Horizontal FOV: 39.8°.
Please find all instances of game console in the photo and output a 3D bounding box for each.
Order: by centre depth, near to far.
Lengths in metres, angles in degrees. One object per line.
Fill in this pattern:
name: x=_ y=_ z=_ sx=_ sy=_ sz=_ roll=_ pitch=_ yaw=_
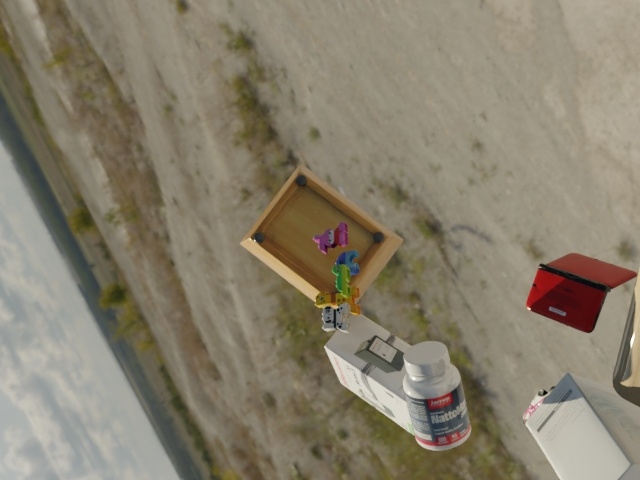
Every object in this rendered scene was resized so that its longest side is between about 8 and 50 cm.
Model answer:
game console: x=0.446 y=0.087 z=1.516 sx=0.144 sy=0.085 sz=0.124 roll=22 pitch=95 yaw=52

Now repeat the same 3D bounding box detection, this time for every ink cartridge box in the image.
ink cartridge box: x=0.158 y=0.299 z=1.917 sx=0.272 sy=0.115 sz=0.198 roll=31 pitch=158 yaw=30

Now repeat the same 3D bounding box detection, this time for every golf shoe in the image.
golf shoe: x=0.550 y=0.410 z=2.170 sx=0.186 sy=0.067 sz=0.086 roll=120 pitch=155 yaw=-67

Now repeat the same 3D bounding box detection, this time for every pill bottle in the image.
pill bottle: x=0.209 y=0.283 z=1.623 sx=0.108 sy=0.108 sz=0.180 roll=32 pitch=141 yaw=62

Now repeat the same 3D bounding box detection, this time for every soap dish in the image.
soap dish: x=0.000 y=0.000 z=1.936 sx=0.290 sy=0.229 sz=0.118 roll=37 pitch=176 yaw=7

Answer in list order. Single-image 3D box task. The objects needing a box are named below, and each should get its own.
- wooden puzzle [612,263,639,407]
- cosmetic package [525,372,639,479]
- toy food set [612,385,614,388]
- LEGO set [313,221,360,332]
wooden puzzle: x=0.622 y=0.173 z=1.318 sx=0.347 sy=0.080 sz=0.322 roll=31 pitch=135 yaw=38
cosmetic package: x=0.517 y=0.371 z=1.527 sx=0.138 sy=0.224 sz=0.225 roll=-57 pitch=30 yaw=23
toy food set: x=0.627 y=0.323 z=1.792 sx=0.082 sy=0.083 sz=0.020 roll=27 pitch=141 yaw=-15
LEGO set: x=0.024 y=0.089 z=1.787 sx=0.087 sy=0.093 sz=0.227 roll=41 pitch=-136 yaw=-57
